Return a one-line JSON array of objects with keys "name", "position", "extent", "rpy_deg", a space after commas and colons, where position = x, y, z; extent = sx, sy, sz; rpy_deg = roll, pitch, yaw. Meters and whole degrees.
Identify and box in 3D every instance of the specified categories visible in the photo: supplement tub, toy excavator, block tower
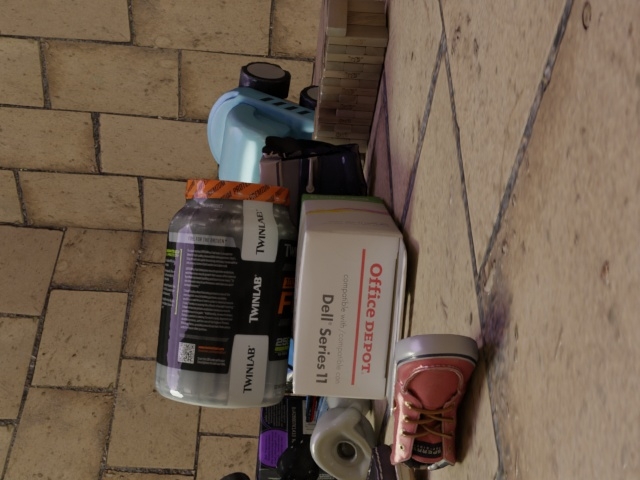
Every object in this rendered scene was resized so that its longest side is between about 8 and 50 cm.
[{"name": "supplement tub", "position": [-0.133, 0.074, 1.455], "extent": [0.193, 0.194, 0.316], "rpy_deg": [-168, 83, -86]}, {"name": "toy excavator", "position": [-0.074, -0.133, 1.931], "extent": [0.445, 0.433, 0.222], "rpy_deg": [-43, -30, -53]}, {"name": "block tower", "position": [0.042, -0.241, 1.609], "extent": [0.335, 0.097, 0.091], "rpy_deg": [96, 176, -54]}]

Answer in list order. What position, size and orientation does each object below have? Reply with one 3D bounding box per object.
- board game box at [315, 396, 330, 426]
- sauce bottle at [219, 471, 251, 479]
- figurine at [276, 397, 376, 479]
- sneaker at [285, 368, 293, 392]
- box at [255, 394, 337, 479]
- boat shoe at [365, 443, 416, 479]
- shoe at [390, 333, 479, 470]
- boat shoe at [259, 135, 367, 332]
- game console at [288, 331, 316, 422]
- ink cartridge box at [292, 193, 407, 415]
[{"name": "board game box", "position": [0.032, 0.186, 1.534], "extent": [0.194, 0.060, 0.194], "rpy_deg": [112, 162, -77]}, {"name": "sauce bottle", "position": [-0.086, 0.530, 1.635], "extent": [0.344, 0.111, 0.111], "rpy_deg": [53, 147, 41]}, {"name": "figurine", "position": [0.000, 0.283, 1.343], "extent": [0.215, 0.092, 0.209], "rpy_deg": [-55, 7, 14]}, {"name": "sneaker", "position": [-0.025, 0.213, 1.869], "extent": [0.330, 0.130, 0.147], "rpy_deg": [126, 145, -83]}, {"name": "box", "position": [-0.048, 0.427, 1.853], "extent": [0.270, 0.143, 0.165], "rpy_deg": [98, 174, -47]}, {"name": "boat shoe", "position": [0.041, 0.332, 0.988], "extent": [0.103, 0.092, 0.285], "rpy_deg": [-96, 11, -70]}, {"name": "shoe", "position": [0.087, 0.130, 0.777], "extent": [0.178, 0.063, 0.081], "rpy_deg": [89, -178, -69]}, {"name": "boat shoe", "position": [0.000, 0.000, 1.589], "extent": [0.127, 0.158, 0.340], "rpy_deg": [-73, -21, -66]}, {"name": "game console", "position": [-0.047, 0.212, 1.607], "extent": [0.144, 0.085, 0.124], "rpy_deg": [96, 178, -61]}, {"name": "ink cartridge box", "position": [0.027, 0.067, 1.256], "extent": [0.353, 0.119, 0.207], "rpy_deg": [-101, 15, -79]}]
